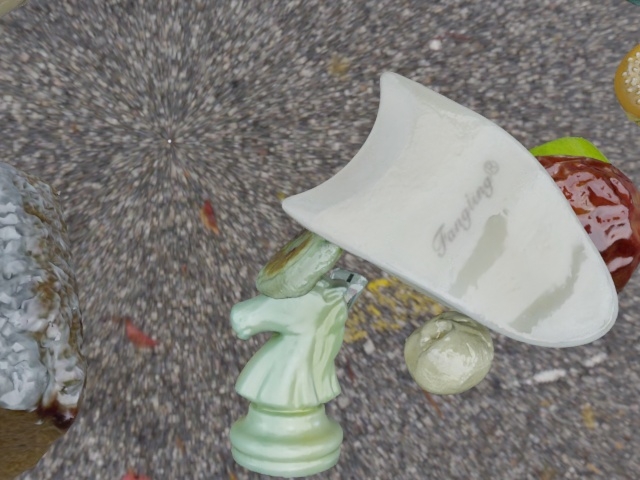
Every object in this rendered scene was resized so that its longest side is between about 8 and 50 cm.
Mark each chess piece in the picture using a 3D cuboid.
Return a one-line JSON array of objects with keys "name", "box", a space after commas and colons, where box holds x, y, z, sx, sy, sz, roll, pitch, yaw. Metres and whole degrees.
[{"name": "chess piece", "box": [-0.048, 0.187, 1.559, 0.176, 0.176, 0.298, 1, 100, -8]}]

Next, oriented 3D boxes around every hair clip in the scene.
[{"name": "hair clip", "box": [0.130, -0.009, 0.932, 0.282, 0.113, 0.172, 40, 78, -9]}]

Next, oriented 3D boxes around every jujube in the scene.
[{"name": "jujube", "box": [0.255, -0.012, 1.382, 0.342, 0.216, 0.216, 2, 95, -4]}]

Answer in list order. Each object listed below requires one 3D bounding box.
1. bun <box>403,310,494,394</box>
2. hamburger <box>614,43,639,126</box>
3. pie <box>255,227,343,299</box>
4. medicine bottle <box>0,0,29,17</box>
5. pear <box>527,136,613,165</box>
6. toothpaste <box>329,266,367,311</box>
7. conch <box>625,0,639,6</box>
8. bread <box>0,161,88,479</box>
[{"name": "bun", "box": [0.119, 0.100, 0.975, 0.086, 0.086, 0.054, -25, 136, -5]}, {"name": "hamburger", "box": [0.575, -0.264, 1.756, 0.115, 0.162, 0.162, 24, 92, -54]}, {"name": "pie", "box": [0.000, 0.000, 1.438, 0.240, 0.240, 0.054, -44, 98, -2]}, {"name": "medicine bottle", "box": [-0.400, -0.360, 1.153, 0.236, 0.406, 0.235, 10, 124, 15]}, {"name": "pear", "box": [0.337, -0.024, 1.555, 0.239, 0.139, 0.288, 26, 99, -41]}, {"name": "toothpaste", "box": [-0.011, 0.154, 1.681, 0.067, 0.037, 0.255, 21, 110, -29]}, {"name": "conch", "box": [0.304, -0.299, 0.878, 0.196, 0.277, 0.220, -17, 113, -11]}, {"name": "bread", "box": [-0.278, -0.017, 0.419, 0.113, 0.165, 0.417, -38, 141, 21]}]
